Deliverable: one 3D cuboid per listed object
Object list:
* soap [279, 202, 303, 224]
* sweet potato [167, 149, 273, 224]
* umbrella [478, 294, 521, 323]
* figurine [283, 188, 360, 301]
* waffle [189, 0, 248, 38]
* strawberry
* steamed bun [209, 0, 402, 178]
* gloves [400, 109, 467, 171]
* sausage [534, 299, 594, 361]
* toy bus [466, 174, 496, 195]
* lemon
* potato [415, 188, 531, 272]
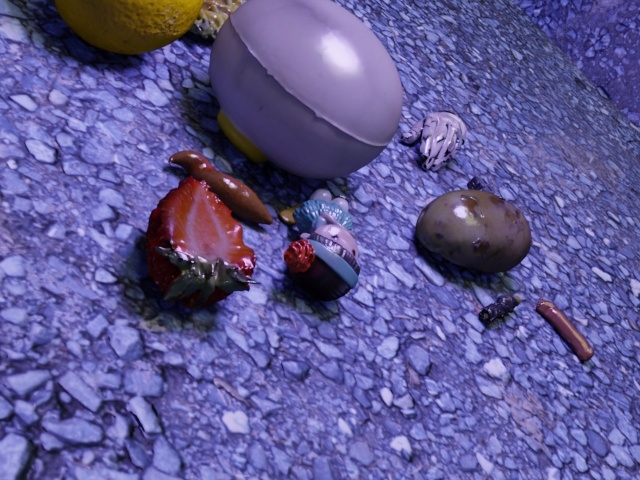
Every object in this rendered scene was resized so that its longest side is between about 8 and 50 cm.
[{"bbox_3d":[-0.043,-0.048,1.607,0.034,0.012,0.089,48,33,12],"label":"soap"},{"bbox_3d":[-0.161,-0.088,1.498,0.202,0.058,0.055,37,53,-5],"label":"sweet potato"},{"bbox_3d":[0.356,0.131,1.769,0.144,0.037,0.040,-15,86,-52],"label":"umbrella"},{"bbox_3d":[0.000,0.000,1.512,0.137,0.110,0.246,27,29,-16],"label":"figurine"},{"bbox_3d":[-0.295,-0.526,1.888,0.317,0.073,0.297,35,33,-3],"label":"waffle"},{"bbox_3d":[-0.199,0.001,1.313,0.174,0.098,0.228,8,41,-40],"label":"strawberry"},{"bbox_3d":[-0.026,-0.284,1.640,0.374,0.334,0.333,50,34,17],"label":"steamed bun"},{"bbox_3d":[0.271,-0.243,2.087,0.127,0.111,0.212,43,24,-4],"label":"gloves"},{"bbox_3d":[0.509,0.183,1.863,0.158,0.036,0.042,50,22,17],"label":"sausage"},{"bbox_3d":[0.389,-0.095,2.085,0.052,0.037,0.131,12,40,-44],"label":"toy bus"},{"bbox_3d":[-0.341,-0.466,1.582,0.293,0.293,0.293,26,34,-20],"label":"lemon"},{"bbox_3d":[0.312,-0.020,1.808,0.262,0.165,0.165,5,45,-35],"label":"potato"}]
